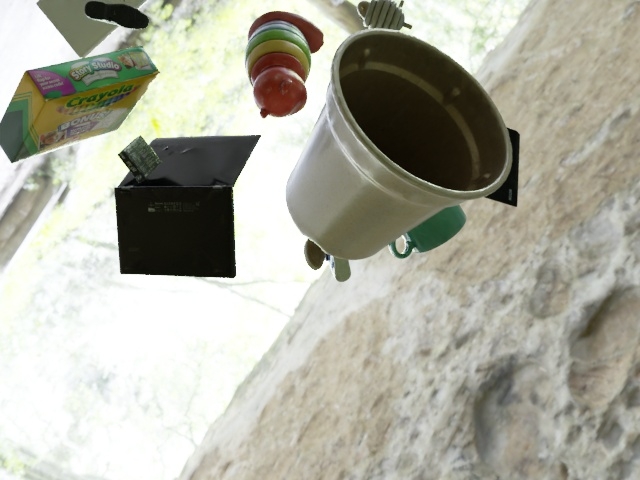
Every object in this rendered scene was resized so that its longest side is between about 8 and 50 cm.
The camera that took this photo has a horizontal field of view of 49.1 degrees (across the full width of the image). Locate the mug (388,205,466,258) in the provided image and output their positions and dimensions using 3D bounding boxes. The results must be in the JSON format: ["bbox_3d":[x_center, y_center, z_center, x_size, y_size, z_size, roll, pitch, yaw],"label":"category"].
[{"bbox_3d":[0.206,-0.044,1.396,0.129,0.097,0.158,-21,-160,43],"label":"mug"}]

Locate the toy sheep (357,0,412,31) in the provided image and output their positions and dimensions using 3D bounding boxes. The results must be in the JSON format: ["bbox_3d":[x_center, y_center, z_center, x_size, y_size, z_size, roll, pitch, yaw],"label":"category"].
[{"bbox_3d":[0.143,-0.499,1.554,0.091,0.132,0.091,19,90,-87],"label":"toy sheep"}]

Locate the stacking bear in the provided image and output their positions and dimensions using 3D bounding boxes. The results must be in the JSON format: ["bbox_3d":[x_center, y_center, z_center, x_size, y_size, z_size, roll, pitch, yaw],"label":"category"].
[{"bbox_3d":[-0.090,-0.376,1.553,0.175,0.164,0.289,-39,-147,28],"label":"stacking bear"}]

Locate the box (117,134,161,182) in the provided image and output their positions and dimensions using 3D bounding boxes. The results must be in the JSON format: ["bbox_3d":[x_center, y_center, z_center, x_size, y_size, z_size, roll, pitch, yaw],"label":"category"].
[{"bbox_3d":[-0.341,-0.155,1.325,0.018,0.067,0.083,-27,-158,23],"label":"box"}]

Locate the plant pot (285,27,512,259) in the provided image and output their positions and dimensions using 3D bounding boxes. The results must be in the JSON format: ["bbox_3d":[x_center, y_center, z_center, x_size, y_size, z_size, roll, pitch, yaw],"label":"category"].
[{"bbox_3d":[0.097,-0.130,1.203,0.305,0.334,0.334,-48,-163,47],"label":"plant pot"}]

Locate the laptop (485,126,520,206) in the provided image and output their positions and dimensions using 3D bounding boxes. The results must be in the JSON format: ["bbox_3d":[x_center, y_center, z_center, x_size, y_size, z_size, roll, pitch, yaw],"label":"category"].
[{"bbox_3d":[0.390,-0.205,1.913,0.264,0.136,0.234,-7,-117,34],"label":"laptop"}]

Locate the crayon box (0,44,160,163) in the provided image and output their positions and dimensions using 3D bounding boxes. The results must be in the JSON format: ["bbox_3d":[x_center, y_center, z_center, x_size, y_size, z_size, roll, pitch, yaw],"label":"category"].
[{"bbox_3d":[-0.659,-0.371,1.904,0.363,0.106,0.313,-32,179,-45],"label":"crayon box"}]

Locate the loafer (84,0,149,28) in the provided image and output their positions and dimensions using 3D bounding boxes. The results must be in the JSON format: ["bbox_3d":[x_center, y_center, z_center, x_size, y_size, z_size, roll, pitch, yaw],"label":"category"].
[{"bbox_3d":[-0.554,-0.616,1.909,0.061,0.170,0.062,-142,-115,-65],"label":"loafer"}]

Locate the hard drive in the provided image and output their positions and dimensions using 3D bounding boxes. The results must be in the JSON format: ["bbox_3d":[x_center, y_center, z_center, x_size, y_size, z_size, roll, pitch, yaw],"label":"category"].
[{"bbox_3d":[-0.674,-0.736,2.116,0.318,0.210,0.040,-38,-176,11],"label":"hard drive"}]

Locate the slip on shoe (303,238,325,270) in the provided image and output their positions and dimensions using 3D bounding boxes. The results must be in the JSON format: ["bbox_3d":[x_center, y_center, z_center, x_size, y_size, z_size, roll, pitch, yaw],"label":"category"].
[{"bbox_3d":[0.000,0.000,1.462,0.041,0.051,0.135,-31,-146,40],"label":"slip on shoe"}]

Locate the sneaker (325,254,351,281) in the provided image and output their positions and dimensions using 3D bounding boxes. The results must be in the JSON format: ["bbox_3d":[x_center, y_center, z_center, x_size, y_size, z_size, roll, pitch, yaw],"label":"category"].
[{"bbox_3d":[0.040,0.012,1.607,0.084,0.058,0.152,-120,-158,-54],"label":"sneaker"}]

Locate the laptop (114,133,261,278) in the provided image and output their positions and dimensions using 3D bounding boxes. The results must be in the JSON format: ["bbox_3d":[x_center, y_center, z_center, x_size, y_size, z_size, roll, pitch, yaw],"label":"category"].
[{"bbox_3d":[-0.388,-0.110,2.100,0.236,0.382,0.408,-20,110,-70],"label":"laptop"}]
